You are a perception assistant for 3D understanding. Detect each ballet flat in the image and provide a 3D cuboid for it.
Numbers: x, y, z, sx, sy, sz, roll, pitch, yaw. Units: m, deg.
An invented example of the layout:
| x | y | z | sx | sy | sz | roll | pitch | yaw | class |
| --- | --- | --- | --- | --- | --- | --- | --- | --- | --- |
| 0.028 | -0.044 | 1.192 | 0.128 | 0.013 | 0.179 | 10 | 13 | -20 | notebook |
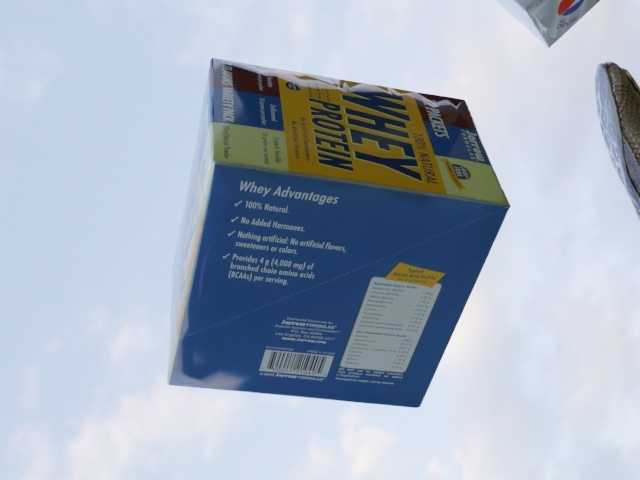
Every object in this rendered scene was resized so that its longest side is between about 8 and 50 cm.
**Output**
| x | y | z | sx | sy | sz | roll | pitch | yaw | class |
| --- | --- | --- | --- | --- | --- | --- | --- | --- | --- |
| 0.345 | -0.075 | 0.963 | 0.084 | 0.058 | 0.250 | 51 | -157 | -75 | ballet flat |

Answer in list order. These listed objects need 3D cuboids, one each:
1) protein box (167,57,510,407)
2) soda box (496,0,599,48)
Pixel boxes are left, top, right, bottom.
| x | y | z | sx | sy | sz | roll | pitch | yaw | class |
| --- | --- | --- | --- | --- | --- | --- | --- | --- | --- |
| 0.000 | 0.000 | 0.679 | 0.200 | 0.136 | 0.201 | 7 | -53 | -13 | protein box |
| 0.194 | -0.350 | 1.047 | 0.098 | 0.286 | 0.091 | -43 | -33 | 11 | soda box |
